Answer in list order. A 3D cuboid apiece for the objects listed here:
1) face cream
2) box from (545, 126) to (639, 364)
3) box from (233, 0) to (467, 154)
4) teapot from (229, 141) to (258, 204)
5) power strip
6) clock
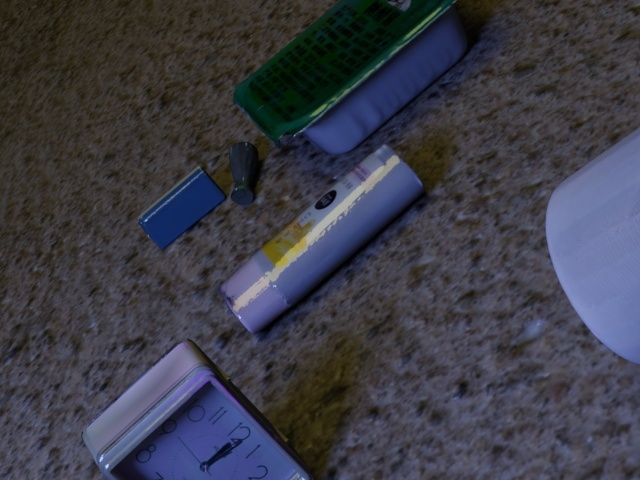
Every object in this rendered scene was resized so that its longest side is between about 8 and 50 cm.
[{"bbox_3d":[0.000,0.000,1.663,0.269,0.073,0.107,-41,20,0],"label":"face cream"},{"bbox_3d":[0.317,0.007,1.144,0.206,0.262,0.291,-33,36,38],"label":"box"},{"bbox_3d":[0.061,-0.237,1.894,0.336,0.106,0.264,-39,29,-1],"label":"box"},{"bbox_3d":[-0.109,-0.091,1.956,0.043,0.043,0.111,-28,33,21],"label":"teapot"},{"bbox_3d":[-0.197,-0.046,1.979,0.123,0.056,0.032,-39,27,2],"label":"power strip"},{"bbox_3d":[-0.116,0.210,1.371,0.147,0.192,0.071,-42,29,-4],"label":"clock"}]
